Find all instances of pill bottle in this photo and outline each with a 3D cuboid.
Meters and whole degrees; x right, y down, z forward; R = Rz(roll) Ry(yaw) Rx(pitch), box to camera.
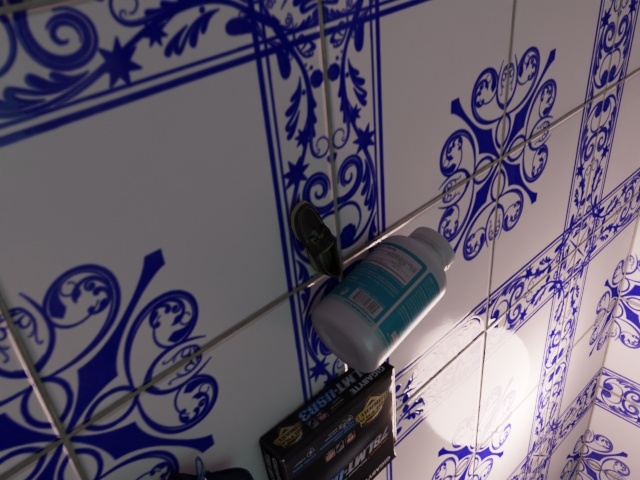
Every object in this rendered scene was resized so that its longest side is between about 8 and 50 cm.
[{"bbox_3d":[0.119,0.091,1.048,0.264,0.146,0.146,-42,136,-24],"label":"pill bottle"}]

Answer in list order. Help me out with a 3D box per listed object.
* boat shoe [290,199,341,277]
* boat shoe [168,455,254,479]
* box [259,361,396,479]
[{"bbox_3d":[0.000,0.000,0.943,0.056,0.049,0.152,-47,137,-19],"label":"boat shoe"},{"bbox_3d":[-0.201,0.393,0.897,0.258,0.109,0.089,-10,114,-47],"label":"boat shoe"},{"bbox_3d":[0.031,0.413,1.189,0.295,0.073,0.293,-31,130,-32],"label":"box"}]
